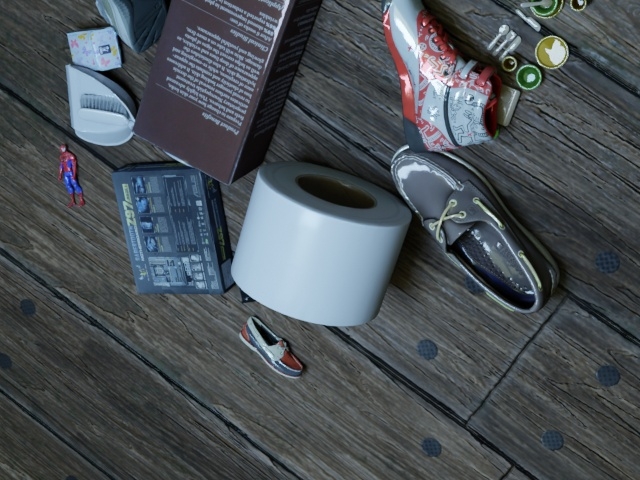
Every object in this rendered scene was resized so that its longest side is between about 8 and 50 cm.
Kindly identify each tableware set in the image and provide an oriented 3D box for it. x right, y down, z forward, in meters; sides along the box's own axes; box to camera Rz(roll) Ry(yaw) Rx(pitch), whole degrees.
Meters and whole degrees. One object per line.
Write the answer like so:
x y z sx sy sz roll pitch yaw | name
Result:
0.315 -0.293 1.434 0.104 0.024 0.154 43 120 3 | tableware set

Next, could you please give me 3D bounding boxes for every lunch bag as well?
-0.380 -0.325 1.714 0.083 0.053 0.071 0 111 16 | lunch bag

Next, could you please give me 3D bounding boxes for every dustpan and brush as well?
-0.340 -0.210 1.724 0.211 0.060 0.147 12 134 5 | dustpan and brush

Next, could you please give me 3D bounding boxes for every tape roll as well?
0.000 0.000 1.548 0.246 0.246 0.169 23 111 14 | tape roll

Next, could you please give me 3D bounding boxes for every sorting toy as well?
0.256 -0.195 1.503 0.062 0.012 0.083 25 117 17 | sorting toy

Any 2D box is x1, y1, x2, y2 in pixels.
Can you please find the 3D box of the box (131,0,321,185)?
-0.135 -0.301 1.567 0.191 0.143 0.381 29 116 11 | box

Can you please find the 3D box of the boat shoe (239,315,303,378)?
-0.082 0.189 1.778 0.137 0.049 0.043 39 117 12 | boat shoe

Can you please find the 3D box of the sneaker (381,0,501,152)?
0.182 -0.263 1.461 0.145 0.090 0.270 -3 108 29 | sneaker

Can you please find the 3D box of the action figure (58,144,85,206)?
-0.457 -0.118 1.841 0.038 0.030 0.115 1 107 29 | action figure

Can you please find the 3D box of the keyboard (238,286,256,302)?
-0.062 0.072 1.739 0.180 0.023 0.108 -9 98 27 | keyboard

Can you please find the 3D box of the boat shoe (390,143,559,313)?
0.226 -0.019 1.533 0.324 0.096 0.116 45 120 2 | boat shoe

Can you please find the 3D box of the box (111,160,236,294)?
-0.256 -0.021 1.768 0.183 0.059 0.233 -1 109 24 | box

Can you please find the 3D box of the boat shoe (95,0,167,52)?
-0.312 -0.419 1.547 0.103 0.118 0.320 34 161 16 | boat shoe
